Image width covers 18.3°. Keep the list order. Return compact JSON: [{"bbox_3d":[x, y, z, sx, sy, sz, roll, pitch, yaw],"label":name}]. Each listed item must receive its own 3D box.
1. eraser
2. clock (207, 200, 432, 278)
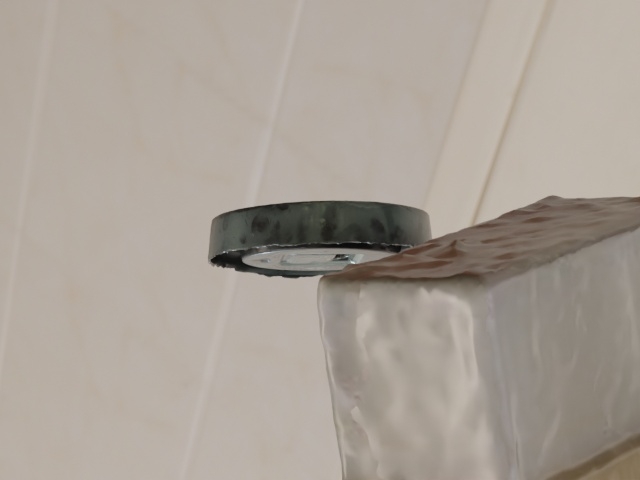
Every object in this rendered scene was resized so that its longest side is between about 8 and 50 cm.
[{"bbox_3d":[0.084,0.163,0.652,0.078,0.343,0.144,0,-168,40],"label":"eraser"},{"bbox_3d":[0.000,0.000,0.733,0.085,0.085,0.017,1,-99,-16],"label":"clock"}]
